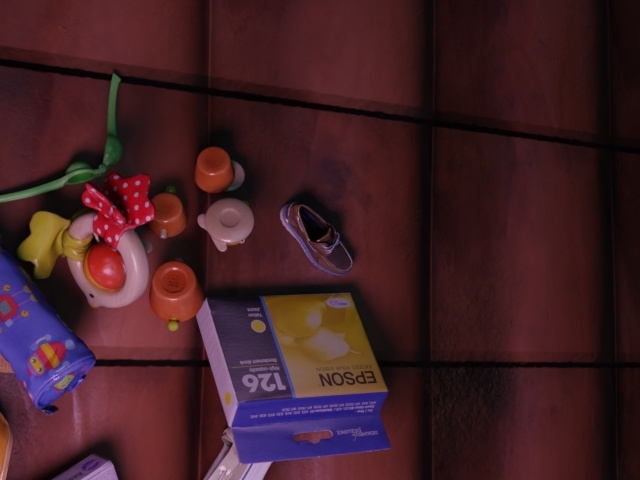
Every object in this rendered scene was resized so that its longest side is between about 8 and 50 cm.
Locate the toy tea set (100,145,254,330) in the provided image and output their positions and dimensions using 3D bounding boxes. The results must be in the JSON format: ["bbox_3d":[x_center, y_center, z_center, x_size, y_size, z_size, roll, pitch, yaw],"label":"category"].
[{"bbox_3d":[-0.232,-0.006,1.821,0.200,0.124,0.336,38,69,11],"label":"toy tea set"}]

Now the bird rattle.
[{"bbox_3d":[-0.344,0.006,1.656,0.207,0.253,0.143,65,30,-9],"label":"bird rattle"}]

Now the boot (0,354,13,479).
[{"bbox_3d":[-0.586,0.279,1.592,0.211,0.104,0.295,7,77,-23],"label":"boot"}]

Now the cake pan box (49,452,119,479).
[{"bbox_3d":[-0.406,0.503,1.626,0.267,0.070,0.245,-31,119,-35],"label":"cake pan box"}]

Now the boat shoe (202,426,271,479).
[{"bbox_3d":[-0.128,0.360,1.823,0.094,0.109,0.302,30,67,-9],"label":"boat shoe"}]

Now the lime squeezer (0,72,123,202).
[{"bbox_3d":[-0.407,-0.146,1.748,0.110,0.059,0.310,46,67,-18],"label":"lime squeezer"}]

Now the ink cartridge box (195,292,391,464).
[{"bbox_3d":[-0.038,0.233,1.822,0.304,0.072,0.307,0,49,-30],"label":"ink cartridge box"}]

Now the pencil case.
[{"bbox_3d":[-0.471,0.118,1.595,0.119,0.133,0.306,-40,77,-5],"label":"pencil case"}]

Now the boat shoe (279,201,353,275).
[{"bbox_3d":[0.000,0.000,1.951,0.183,0.066,0.066,43,67,-19],"label":"boat shoe"}]
